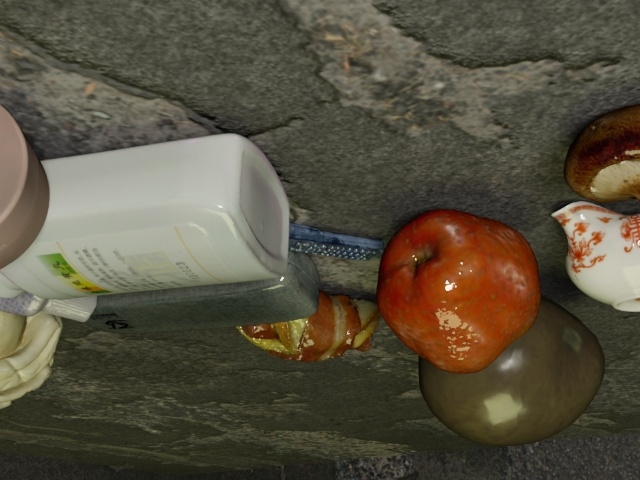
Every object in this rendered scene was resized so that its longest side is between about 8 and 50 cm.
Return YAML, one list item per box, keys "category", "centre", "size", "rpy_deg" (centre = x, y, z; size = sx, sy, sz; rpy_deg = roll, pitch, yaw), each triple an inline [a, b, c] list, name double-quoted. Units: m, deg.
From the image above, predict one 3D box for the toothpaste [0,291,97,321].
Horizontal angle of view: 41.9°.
- category: "toothpaste"
  centre: [-0.389, 0.030, 0.944]
  size: [0.282, 0.099, 0.068]
  rpy_deg: [26, 178, -28]

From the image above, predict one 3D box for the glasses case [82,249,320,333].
- category: "glasses case"
  centre: [-0.164, 0.064, 1.062]
  size: [0.323, 0.074, 0.131]
  rpy_deg: [-6, 155, 16]

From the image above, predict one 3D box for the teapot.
- category: "teapot"
  centre: [0.367, 0.021, 0.931]
  size: [0.245, 0.116, 0.159]
  rpy_deg: [8, 146, -32]

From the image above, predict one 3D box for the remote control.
- category: "remote control"
  centre: [0.000, 0.001, 0.972]
  size: [0.152, 0.027, 0.043]
  rpy_deg: [11, 150, -27]

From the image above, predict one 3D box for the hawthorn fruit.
- category: "hawthorn fruit"
  centre: [0.145, 0.052, 0.898]
  size: [0.189, 0.189, 0.189]
  rpy_deg: [0, 158, 0]

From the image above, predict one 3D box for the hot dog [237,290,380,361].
- category: "hot dog"
  centre: [-0.013, 0.124, 1.171]
  size: [0.213, 0.103, 0.146]
  rpy_deg: [12, 156, -29]

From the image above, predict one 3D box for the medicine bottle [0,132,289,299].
- category: "medicine bottle"
  centre: [-0.204, -0.013, 0.815]
  size: [0.324, 0.124, 0.179]
  rpy_deg: [-8, 155, 16]

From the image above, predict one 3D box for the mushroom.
- category: "mushroom"
  centre: [0.272, -0.068, 0.712]
  size: [0.127, 0.087, 0.127]
  rpy_deg: [-3, 159, -1]

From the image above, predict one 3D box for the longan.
- category: "longan"
  centre: [0.257, 0.170, 1.130]
  size: [0.248, 0.248, 0.248]
  rpy_deg: [0, 158, 0]

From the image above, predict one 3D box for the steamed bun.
- category: "steamed bun"
  centre: [-0.481, 0.138, 1.079]
  size: [0.276, 0.203, 0.289]
  rpy_deg: [15, 153, -30]

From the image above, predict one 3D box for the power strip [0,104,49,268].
- category: "power strip"
  centre: [-0.307, -0.048, 0.694]
  size: [0.154, 0.154, 0.078]
  rpy_deg: [1, 160, -1]
